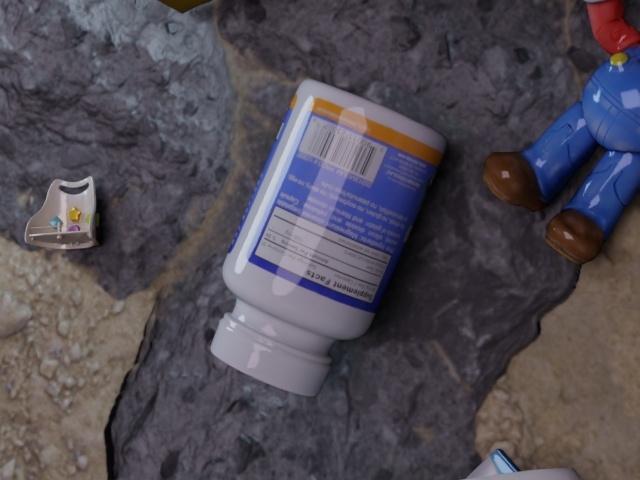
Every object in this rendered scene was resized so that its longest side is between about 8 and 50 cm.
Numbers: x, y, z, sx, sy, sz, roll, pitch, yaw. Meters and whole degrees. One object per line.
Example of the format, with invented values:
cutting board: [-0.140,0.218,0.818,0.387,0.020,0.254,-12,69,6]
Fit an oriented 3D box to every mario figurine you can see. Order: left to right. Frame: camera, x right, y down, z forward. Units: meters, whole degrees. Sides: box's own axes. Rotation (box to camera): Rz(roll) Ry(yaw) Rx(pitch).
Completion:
mario figurine: [0.270,-0.142,1.257,0.198,0.170,0.320,33,107,-10]

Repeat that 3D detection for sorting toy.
sorting toy: [-0.264,-0.031,1.556,0.083,0.045,0.075,-3,74,24]

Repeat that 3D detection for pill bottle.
pill bottle: [0.000,0.000,1.373,0.152,0.152,0.272,25,94,25]

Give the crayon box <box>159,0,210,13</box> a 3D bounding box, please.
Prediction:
crayon box: [-0.065,-0.348,1.420,0.318,0.202,0.081,-27,73,18]

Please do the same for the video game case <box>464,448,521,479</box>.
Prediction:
video game case: [0.144,0.290,1.345,0.166,0.015,0.119,-46,68,11]

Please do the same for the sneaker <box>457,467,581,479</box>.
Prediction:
sneaker: [0.098,0.337,1.277,0.322,0.130,0.236,-13,74,16]
